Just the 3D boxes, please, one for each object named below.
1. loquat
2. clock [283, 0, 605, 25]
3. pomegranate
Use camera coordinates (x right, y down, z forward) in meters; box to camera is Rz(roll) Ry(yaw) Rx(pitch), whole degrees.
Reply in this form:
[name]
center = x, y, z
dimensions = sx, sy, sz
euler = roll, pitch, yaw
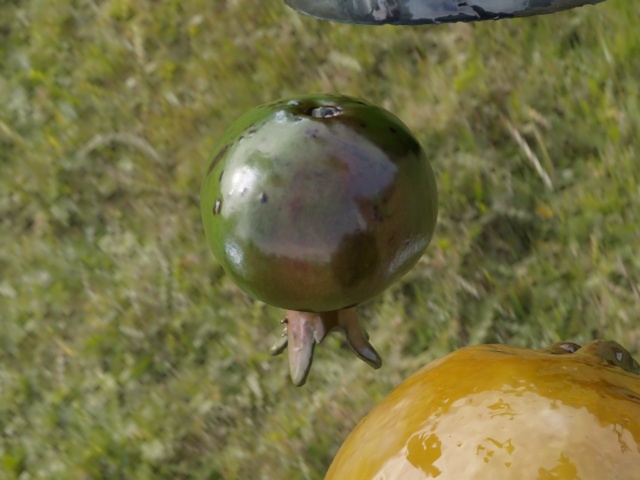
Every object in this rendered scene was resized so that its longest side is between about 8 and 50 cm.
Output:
[loquat]
center = 0.145, 0.221, 1.196
dimensions = 0.328, 0.328, 0.328
euler = -9, 61, 16
[clock]
center = 0.116, -0.231, 1.468
dimensions = 0.313, 0.061, 0.312
euler = -5, 18, 2
[pomegranate]
center = 0.000, 0.000, 1.400
dimensions = 0.181, 0.224, 0.181
euler = -4, 28, 2
